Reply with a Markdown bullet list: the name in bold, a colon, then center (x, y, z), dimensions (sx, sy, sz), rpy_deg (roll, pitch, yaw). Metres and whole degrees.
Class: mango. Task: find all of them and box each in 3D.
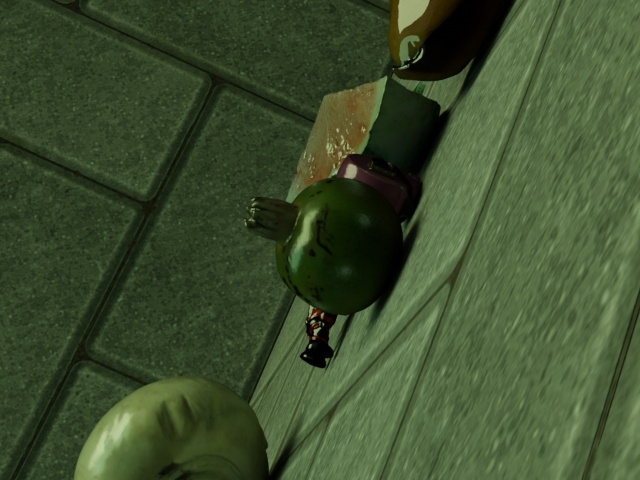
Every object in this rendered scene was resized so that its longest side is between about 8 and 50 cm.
- **mango**: center (0.177, -0.355, 1.779), dimensions (0.201, 0.153, 0.287), rpy_deg (42, 118, 40)

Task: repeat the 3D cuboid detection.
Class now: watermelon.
- **watermelon**: center (0.070, -0.148, 1.925), dimensions (0.256, 0.176, 0.260), rpy_deg (-39, 16, -13)

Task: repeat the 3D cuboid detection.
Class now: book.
- **book**: center (0.167, -0.240, 2.580), dimensions (0.103, 0.017, 0.135), rpy_deg (126, 168, -66)

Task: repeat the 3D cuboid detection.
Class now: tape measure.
- **tape measure**: center (0.078, -0.075, 1.774), dimensions (0.125, 0.118, 0.074), rpy_deg (-87, 20, -73)

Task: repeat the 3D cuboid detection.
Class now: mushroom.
- **mushroom**: center (-0.229, 0.358, 1.900), dimensions (0.315, 0.315, 0.356), rpy_deg (-65, -10, 10)

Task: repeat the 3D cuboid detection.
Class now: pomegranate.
- **pomegranate**: center (0.000, 0.000, 1.632), dimensions (0.180, 0.210, 0.179), rpy_deg (-163, 90, -73)

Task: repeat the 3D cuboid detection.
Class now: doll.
- **doll**: center (0.026, 0.067, 1.951), dimensions (0.127, 0.088, 0.248), rpy_deg (-22, 48, 54)
